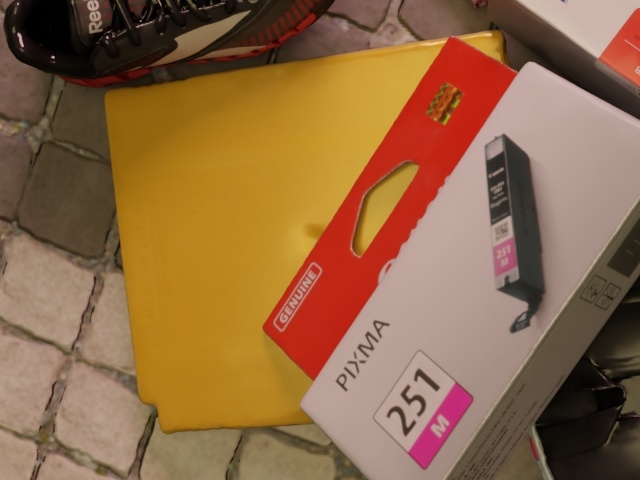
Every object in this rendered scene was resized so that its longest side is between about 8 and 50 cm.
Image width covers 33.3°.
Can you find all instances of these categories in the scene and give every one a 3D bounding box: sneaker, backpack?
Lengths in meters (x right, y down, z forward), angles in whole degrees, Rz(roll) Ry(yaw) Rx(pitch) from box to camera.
[{"bbox_3d":[-0.116,-0.177,0.796,0.276,0.135,0.098,-10,94,20],"label":"sneaker"},{"bbox_3d":[0.259,0.095,0.715,0.253,0.191,0.225,-11,82,4],"label":"backpack"}]

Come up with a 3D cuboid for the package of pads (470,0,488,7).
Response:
[{"bbox_3d":[0.113,-0.225,0.818,0.050,0.032,0.083,-39,84,13],"label":"package of pads"}]

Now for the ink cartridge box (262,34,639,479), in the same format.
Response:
[{"bbox_3d":[0.077,0.008,0.709,0.239,0.060,0.275,40,101,41],"label":"ink cartridge box"}]

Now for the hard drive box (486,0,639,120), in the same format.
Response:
[{"bbox_3d":[0.257,-0.207,0.745,0.181,0.089,0.232,37,91,8],"label":"hard drive box"}]

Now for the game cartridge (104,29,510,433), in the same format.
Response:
[{"bbox_3d":[0.000,0.000,0.843,0.323,0.052,0.285,-6,91,14],"label":"game cartridge"}]
